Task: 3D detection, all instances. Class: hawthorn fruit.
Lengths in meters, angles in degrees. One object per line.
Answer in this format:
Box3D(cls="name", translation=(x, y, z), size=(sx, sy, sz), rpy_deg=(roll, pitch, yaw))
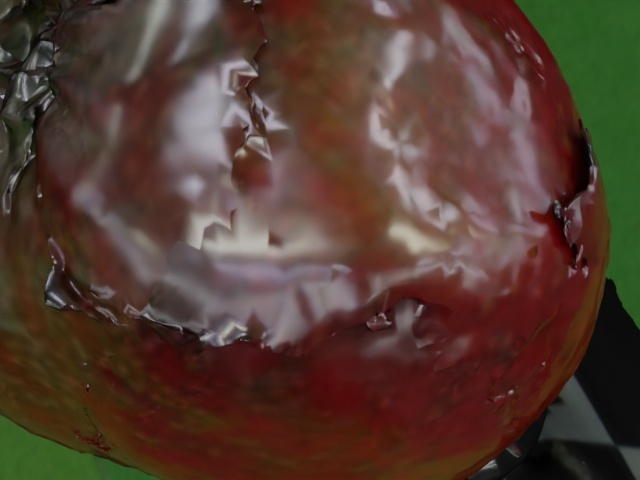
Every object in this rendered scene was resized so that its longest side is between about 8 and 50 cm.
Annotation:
Box3D(cls="hawthorn fruit", translation=(0.000, 0.000, 0.566), size=(0.235, 0.181, 0.181), rpy_deg=(37, 36, -43))

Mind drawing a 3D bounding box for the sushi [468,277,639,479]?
Box3D(cls="sushi", translation=(0.026, 0.073, 0.784), size=(0.100, 0.296, 0.373), rpy_deg=(-34, 102, -18))
